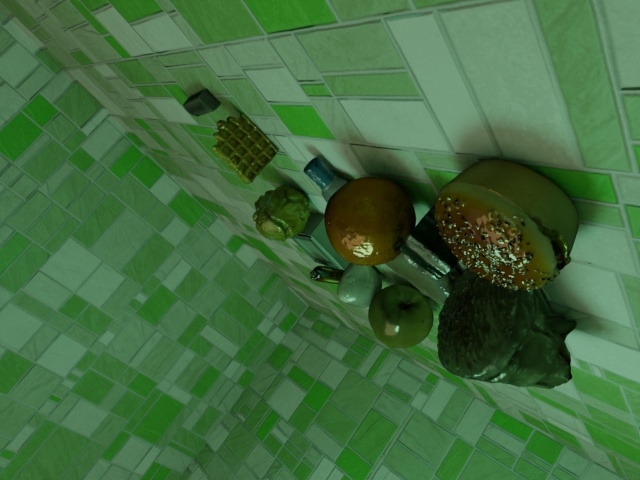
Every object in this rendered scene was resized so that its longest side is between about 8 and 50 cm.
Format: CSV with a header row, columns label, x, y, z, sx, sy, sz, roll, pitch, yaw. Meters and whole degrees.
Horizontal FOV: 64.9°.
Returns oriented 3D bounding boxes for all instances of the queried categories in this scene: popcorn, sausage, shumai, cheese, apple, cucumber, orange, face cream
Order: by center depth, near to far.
label,x,y,z,sx,sy,sz,roll,pitch,yaw
cucumber,0.296,-0.003,1.252,0.130,0.191,0.191,41,166,8
shumai,0.512,0.247,1.339,0.323,0.324,0.397,25,171,-8
orange,0.131,-0.052,1.350,0.246,0.246,0.246,35,166,10
face cream,0.083,-0.123,1.571,0.336,0.080,0.163,43,165,-22
popcorn,-0.145,-0.100,1.914,0.204,0.221,0.184,47,-173,-37
apple,0.317,0.303,2.014,0.262,0.262,0.262,35,166,10
cheese,0.175,0.194,2.141,0.154,0.198,0.189,21,168,37
sausage,0.069,0.152,2.179,0.082,0.082,0.371,27,-172,36

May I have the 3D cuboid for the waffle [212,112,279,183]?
label,x,y,z,sx,sy,sz,roll,pitch,yaw
waffle,-0.262,-0.311,1.650,0.211,0.160,0.055,44,165,-25

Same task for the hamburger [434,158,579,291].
label,x,y,z,sx,sy,sz,roll,pitch,yaw
hamburger,0.367,-0.021,1.019,0.300,0.176,0.300,36,167,10

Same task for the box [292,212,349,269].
label,x,y,z,sx,sy,sz,roll,pitch,yaw
box,0.000,0.000,2.080,0.225,0.117,0.225,45,164,-27

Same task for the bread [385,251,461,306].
label,x,y,z,sx,sy,sz,roll,pitch,yaw
bread,0.325,0.079,1.594,0.337,0.102,0.183,35,162,20

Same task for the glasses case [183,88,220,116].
label,x,y,z,sx,sy,sz,roll,pitch,yaw
glasses case,-0.417,-0.473,1.749,0.071,0.047,0.205,44,164,-27
